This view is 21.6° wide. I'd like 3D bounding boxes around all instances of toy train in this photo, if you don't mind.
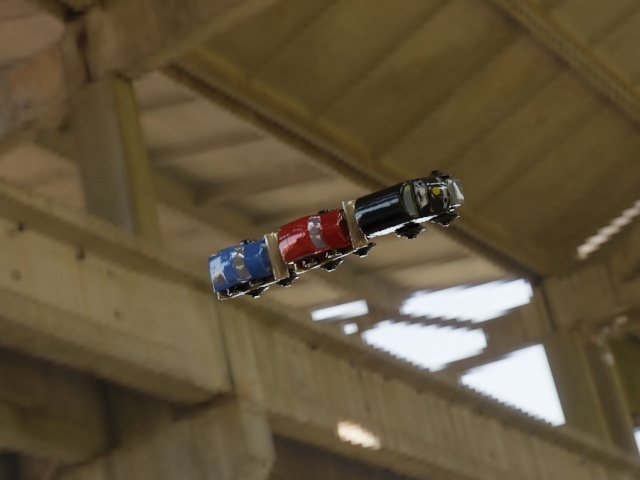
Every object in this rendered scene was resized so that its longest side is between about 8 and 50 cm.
[{"bbox_3d":[0.000,0.000,0.794,0.158,0.027,0.036,-21,-12,41],"label":"toy train"}]
